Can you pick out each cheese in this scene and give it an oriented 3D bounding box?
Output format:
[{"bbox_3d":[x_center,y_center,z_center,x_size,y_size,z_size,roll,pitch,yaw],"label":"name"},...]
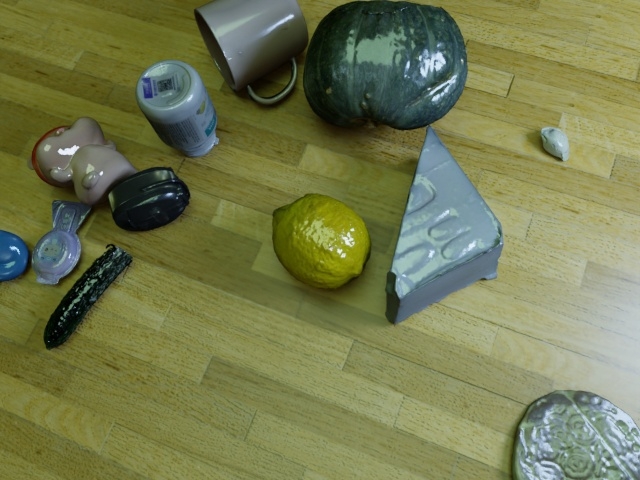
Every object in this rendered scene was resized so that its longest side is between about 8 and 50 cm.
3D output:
[{"bbox_3d":[-0.556,0.003,1.282,0.105,0.042,0.191,6,68,6],"label":"cheese"}]

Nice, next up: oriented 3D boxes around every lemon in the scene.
[{"bbox_3d":[0.002,0.000,1.159,0.193,0.180,0.181,13,70,33],"label":"lemon"}]

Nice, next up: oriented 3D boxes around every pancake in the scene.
[{"bbox_3d":[0.453,0.388,1.045,0.250,0.031,0.250,-2,69,4],"label":"pancake"}]

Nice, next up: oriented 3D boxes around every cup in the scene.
[{"bbox_3d":[-0.133,-0.437,1.345,0.200,0.191,0.253,-29,99,-9],"label":"cup"}]

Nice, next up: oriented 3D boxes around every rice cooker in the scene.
[{"bbox_3d":[-0.359,-0.087,1.259,0.165,0.112,0.106,-29,64,-6],"label":"rice cooker"}]

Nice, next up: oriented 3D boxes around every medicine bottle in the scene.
[{"bbox_3d":[-0.289,-0.264,1.262,0.135,0.215,0.135,-2,69,5],"label":"medicine bottle"}]

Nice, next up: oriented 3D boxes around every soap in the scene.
[{"bbox_3d":[0.180,-0.028,1.166,0.257,0.159,0.302,-28,68,-3],"label":"soap"}]

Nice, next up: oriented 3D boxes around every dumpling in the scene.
[{"bbox_3d":[0.497,-0.208,1.260,0.077,0.043,0.059,41,56,21],"label":"dumpling"}]

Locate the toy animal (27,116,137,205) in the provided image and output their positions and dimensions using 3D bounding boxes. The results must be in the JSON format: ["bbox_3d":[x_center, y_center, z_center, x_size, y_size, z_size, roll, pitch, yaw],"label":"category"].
[{"bbox_3d":[-0.511,-0.169,1.286,0.197,0.171,0.171,32,76,12],"label":"toy animal"}]

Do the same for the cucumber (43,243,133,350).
[{"bbox_3d":[-0.483,0.113,1.224,0.067,0.067,0.245,35,78,17],"label":"cucumber"}]

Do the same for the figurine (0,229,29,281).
[{"bbox_3d":[-0.807,0.105,1.193,0.416,0.243,0.298,-52,30,-16],"label":"figurine"}]

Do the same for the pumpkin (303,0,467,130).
[{"bbox_3d":[0.132,-0.354,1.229,0.327,0.291,0.257,7,97,-4],"label":"pumpkin"}]
